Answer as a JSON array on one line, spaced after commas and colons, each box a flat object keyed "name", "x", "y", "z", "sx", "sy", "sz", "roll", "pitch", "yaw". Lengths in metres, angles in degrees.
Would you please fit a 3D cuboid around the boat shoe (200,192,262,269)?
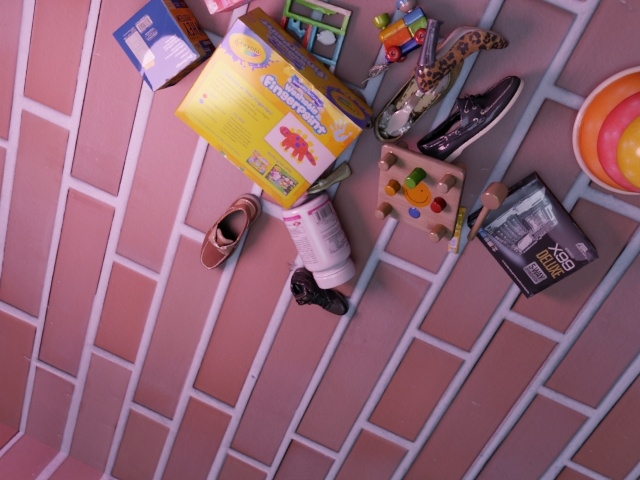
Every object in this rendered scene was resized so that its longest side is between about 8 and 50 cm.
[{"name": "boat shoe", "x": -0.321, "y": -0.020, "z": 2.007, "sx": 0.123, "sy": 0.116, "sz": 0.324, "roll": 35, "pitch": 117, "yaw": -2}]

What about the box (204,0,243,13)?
[{"name": "box", "x": -0.272, "y": -0.797, "z": 1.640, "sx": 0.154, "sy": 0.142, "sz": 0.299, "roll": -16, "pitch": 108, "yaw": 21}]

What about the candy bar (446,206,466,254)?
[{"name": "candy bar", "x": 0.420, "y": -0.029, "z": 1.861, "sx": 0.040, "sy": 0.018, "sz": 0.161, "roll": 10, "pitch": 116, "yaw": 15}]

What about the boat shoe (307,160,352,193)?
[{"name": "boat shoe", "x": 0.022, "y": -0.192, "z": 1.854, "sx": 0.153, "sy": 0.056, "sz": 0.048, "roll": -27, "pitch": 101, "yaw": -2}]

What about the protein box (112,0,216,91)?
[{"name": "protein box", "x": -0.460, "y": -0.588, "z": 1.785, "sx": 0.200, "sy": 0.136, "sz": 0.201, "roll": -29, "pitch": 103, "yaw": 24}]

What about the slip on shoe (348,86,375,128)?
[{"name": "slip on shoe", "x": 0.116, "y": -0.389, "z": 1.771, "sx": 0.052, "sy": 0.041, "sz": 0.135, "roll": -23, "pitch": 106, "yaw": 23}]

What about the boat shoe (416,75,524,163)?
[{"name": "boat shoe", "x": 0.404, "y": -0.346, "z": 1.667, "sx": 0.113, "sy": 0.127, "sz": 0.340, "roll": 36, "pitch": 127, "yaw": -16}]

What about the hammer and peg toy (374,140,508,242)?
[{"name": "hammer and peg toy", "x": 0.326, "y": -0.112, "z": 1.707, "sx": 0.361, "sy": 0.127, "sz": 0.265, "roll": 25, "pitch": 139, "yaw": 24}]

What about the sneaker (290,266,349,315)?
[{"name": "sneaker", "x": -0.011, "y": 0.196, "z": 2.014, "sx": 0.228, "sy": 0.130, "sz": 0.087, "roll": 39, "pitch": 119, "yaw": -6}]

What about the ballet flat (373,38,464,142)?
[{"name": "ballet flat", "x": 0.274, "y": -0.407, "z": 1.681, "sx": 0.123, "sy": 0.123, "sz": 0.348, "roll": 40, "pitch": 117, "yaw": -5}]

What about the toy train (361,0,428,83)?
[{"name": "toy train", "x": 0.185, "y": -0.557, "z": 1.653, "sx": 0.248, "sy": 0.105, "sz": 0.143, "roll": -26, "pitch": 94, "yaw": 23}]

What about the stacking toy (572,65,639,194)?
[{"name": "stacking toy", "x": 0.810, "y": -0.211, "z": 1.418, "sx": 0.351, "sy": 0.480, "sz": 0.350, "roll": 6, "pitch": 115, "yaw": 13}]

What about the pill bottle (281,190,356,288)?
[{"name": "pill bottle", "x": 0.000, "y": 0.000, "z": 1.906, "sx": 0.161, "sy": 0.160, "sz": 0.283, "roll": -17, "pitch": 107, "yaw": 21}]

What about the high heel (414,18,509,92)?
[{"name": "high heel", "x": 0.375, "y": -0.477, "z": 1.602, "sx": 0.261, "sy": 0.093, "sz": 0.186, "roll": 2, "pitch": 112, "yaw": -21}]

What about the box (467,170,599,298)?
[{"name": "box", "x": 0.627, "y": -0.012, "z": 1.780, "sx": 0.242, "sy": 0.076, "sz": 0.307, "roll": -36, "pitch": 99, "yaw": 26}]

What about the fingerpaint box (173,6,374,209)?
[{"name": "fingerpaint box", "x": -0.136, "y": -0.374, "z": 1.747, "sx": 0.445, "sy": 0.163, "sz": 0.371, "roll": 40, "pitch": 125, "yaw": -8}]

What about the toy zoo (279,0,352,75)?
[{"name": "toy zoo", "x": -0.040, "y": -0.550, "z": 1.748, "sx": 0.193, "sy": 0.030, "sz": 0.293, "roll": 21, "pitch": 116, "yaw": 5}]
